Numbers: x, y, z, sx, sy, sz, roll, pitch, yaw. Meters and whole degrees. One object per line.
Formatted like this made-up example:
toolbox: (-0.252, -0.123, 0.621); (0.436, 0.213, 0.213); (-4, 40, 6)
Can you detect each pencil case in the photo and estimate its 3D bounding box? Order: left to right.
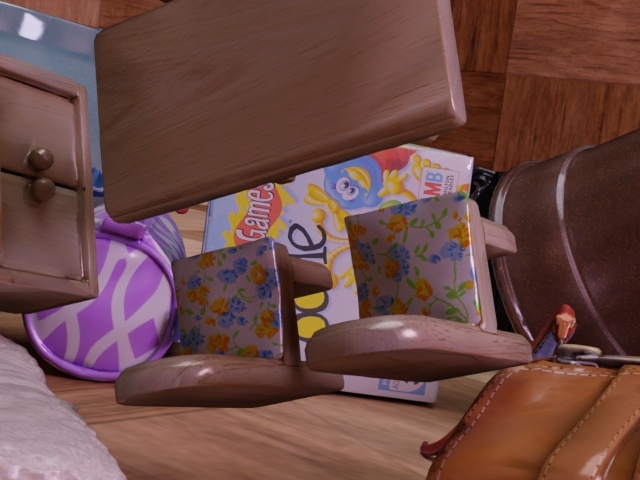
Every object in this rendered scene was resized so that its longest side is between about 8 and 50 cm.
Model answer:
pencil case: (-0.118, 0.020, 0.684); (0.086, 0.088, 0.206); (9, 4, -8)

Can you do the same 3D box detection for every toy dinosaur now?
toy dinosaur: (0.084, 0.065, 0.515); (0.090, 0.082, 0.047); (9, 5, 24)

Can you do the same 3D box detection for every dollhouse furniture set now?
dollhouse furniture set: (-0.075, -0.049, 0.408); (0.242, 0.212, 0.161); (-14, -16, 30)

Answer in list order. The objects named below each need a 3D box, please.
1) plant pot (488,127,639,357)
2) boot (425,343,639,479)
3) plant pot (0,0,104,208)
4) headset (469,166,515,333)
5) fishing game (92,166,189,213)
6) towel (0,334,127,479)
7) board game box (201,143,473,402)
plant pot: (0.204, -0.001, 0.624); (0.167, 0.167, 0.165); (3, -25, -46)
boot: (0.133, 0.076, 0.322); (0.220, 0.109, 0.283); (8, 7, 22)
plant pot: (-0.277, -0.098, 0.963); (0.293, 0.196, 0.293); (15, 6, -1)
headset: (0.201, 0.042, 0.919); (0.243, 0.185, 0.394); (2, 22, -23)
fishing game: (-0.195, -0.043, 0.616); (0.264, 0.041, 0.189); (5, 4, -6)
towel: (-0.211, 0.057, 0.356); (0.282, 0.049, 0.187); (7, 6, -25)
board game box: (0.000, 0.000, 0.776); (0.142, 0.144, 0.275); (8, 5, -3)
